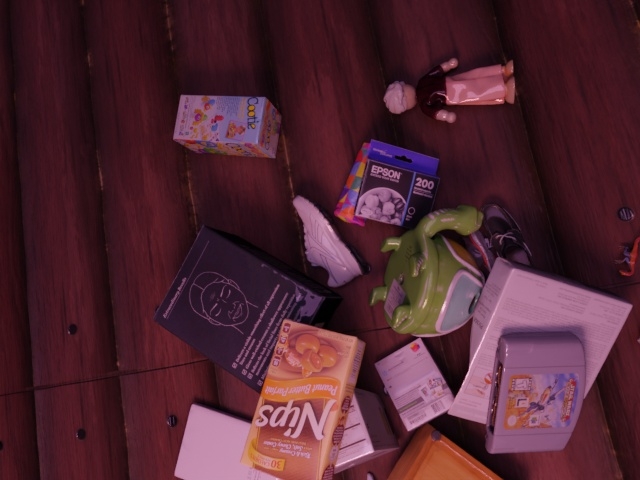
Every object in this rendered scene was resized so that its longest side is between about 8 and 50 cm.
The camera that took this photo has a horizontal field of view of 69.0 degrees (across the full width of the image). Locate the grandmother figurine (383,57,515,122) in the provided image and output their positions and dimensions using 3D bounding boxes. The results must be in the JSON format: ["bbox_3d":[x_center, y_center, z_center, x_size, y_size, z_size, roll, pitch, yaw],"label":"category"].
[{"bbox_3d":[0.343,-0.403,1.272,0.342,0.104,0.207,-1,55,18],"label":"grandmother figurine"}]

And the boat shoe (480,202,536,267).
[{"bbox_3d":[0.481,0.003,1.185,0.084,0.079,0.233,-24,75,13],"label":"boat shoe"}]

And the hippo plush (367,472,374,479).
[{"bbox_3d":[0.136,0.779,1.092,0.294,0.234,0.236,40,93,16],"label":"hippo plush"}]

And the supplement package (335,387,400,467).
[{"bbox_3d":[0.050,0.470,1.131,0.204,0.262,0.145,-27,62,10],"label":"supplement package"}]

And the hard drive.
[{"bbox_3d":[-0.245,0.612,1.320,0.319,0.040,0.210,12,86,16],"label":"hard drive"}]

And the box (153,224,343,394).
[{"bbox_3d":[-0.193,0.185,1.275,0.395,0.212,0.293,29,91,16],"label":"box"}]

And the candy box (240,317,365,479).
[{"bbox_3d":[-0.033,0.348,1.012,0.183,0.087,0.316,9,71,25],"label":"candy box"}]

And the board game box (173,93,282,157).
[{"bbox_3d":[-0.276,-0.342,1.405,0.275,0.142,0.144,7,84,17],"label":"board game box"}]

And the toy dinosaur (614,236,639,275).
[{"bbox_3d":[0.737,0.044,1.111,0.047,0.090,0.082,15,42,7],"label":"toy dinosaur"}]

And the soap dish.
[{"bbox_3d":[0.312,0.602,1.089,0.291,0.118,0.229,33,64,19],"label":"soap dish"}]

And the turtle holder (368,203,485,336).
[{"bbox_3d":[0.276,0.079,1.151,0.227,0.243,0.320,11,78,-15],"label":"turtle holder"}]

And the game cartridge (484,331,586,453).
[{"bbox_3d":[0.486,0.348,1.049,0.198,0.062,0.297,0,107,0],"label":"game cartridge"}]

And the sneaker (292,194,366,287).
[{"bbox_3d":[0.000,0.000,1.305,0.129,0.111,0.297,-38,74,14],"label":"sneaker"}]

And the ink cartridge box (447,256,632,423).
[{"bbox_3d":[0.495,0.263,1.098,0.308,0.091,0.385,17,104,-8],"label":"ink cartridge box"}]

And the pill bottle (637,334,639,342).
[{"bbox_3d":[0.809,0.174,1.054,0.108,0.108,0.180,33,92,17],"label":"pill bottle"}]

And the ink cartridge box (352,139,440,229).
[{"bbox_3d":[0.208,-0.144,1.239,0.206,0.045,0.208,13,92,-12],"label":"ink cartridge box"}]

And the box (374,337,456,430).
[{"bbox_3d":[0.244,0.368,1.195,0.145,0.038,0.186,-33,60,9],"label":"box"}]

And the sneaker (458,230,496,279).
[{"bbox_3d":[0.414,0.048,1.217,0.065,0.061,0.158,-32,73,37],"label":"sneaker"}]

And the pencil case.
[{"bbox_3d":[0.125,-0.156,1.294,0.104,0.104,0.236,26,90,17],"label":"pencil case"}]
